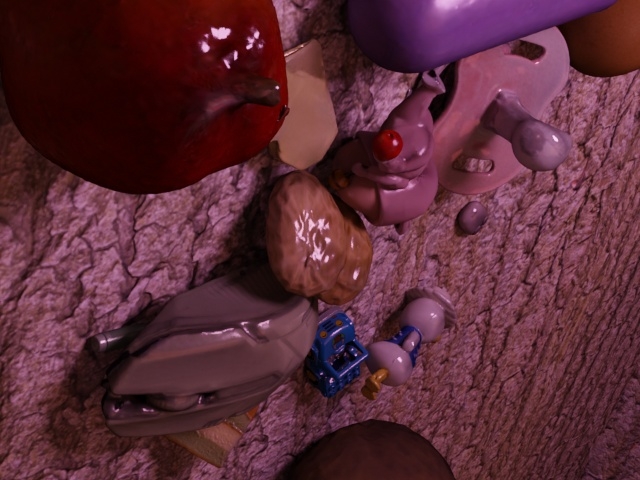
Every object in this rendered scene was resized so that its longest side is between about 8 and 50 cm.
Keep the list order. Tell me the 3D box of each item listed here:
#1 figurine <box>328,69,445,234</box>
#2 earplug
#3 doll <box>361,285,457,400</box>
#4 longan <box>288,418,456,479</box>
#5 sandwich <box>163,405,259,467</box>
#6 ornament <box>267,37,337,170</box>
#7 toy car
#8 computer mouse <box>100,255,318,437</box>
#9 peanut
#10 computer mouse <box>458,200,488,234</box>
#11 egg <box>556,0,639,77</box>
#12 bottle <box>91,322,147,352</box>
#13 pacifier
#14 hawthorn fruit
[{"bbox_3d":[0.099,-0.129,1.297,0.186,0.176,0.287,-4,159,-9],"label":"figurine"},{"bbox_3d":[0.235,-0.372,1.226,0.456,0.215,0.215,-28,138,-26],"label":"earplug"},{"bbox_3d":[0.176,0.195,1.687,0.293,0.119,0.138,-49,174,-33],"label":"doll"},{"bbox_3d":[0.110,0.563,1.746,0.391,0.391,0.391,-30,139,-29],"label":"longan"},{"bbox_3d":[-0.191,0.292,1.478,0.117,0.144,0.187,-55,-179,4],"label":"sandwich"},{"bbox_3d":[-0.048,-0.198,1.173,0.201,0.059,0.180,16,105,-52],"label":"ornament"},{"bbox_3d":[0.031,0.221,1.593,0.097,0.100,0.191,-35,141,-24],"label":"toy car"},{"bbox_3d":[-0.133,0.174,1.297,0.429,0.145,0.228,-23,142,-44],"label":"computer mouse"},{"bbox_3d":[0.000,0.000,1.311,0.233,0.110,0.196,30,53,-59],"label":"peanut"},{"bbox_3d":[0.318,-0.042,1.743,0.066,0.039,0.096,-49,146,-4],"label":"computer mouse"},{"bbox_3d":[0.525,-0.433,1.453,0.250,0.250,0.322,-12,138,-44],"label":"egg"},{"bbox_3d":[-0.286,0.140,1.218,0.083,0.030,0.030,-11,128,-43],"label":"bottle"},{"bbox_3d":[0.310,-0.215,1.437,0.220,0.273,0.332,-25,140,-58],"label":"pacifier"},{"bbox_3d":[-0.174,-0.173,0.844,0.295,0.311,0.295,-5,124,-7],"label":"hawthorn fruit"}]
